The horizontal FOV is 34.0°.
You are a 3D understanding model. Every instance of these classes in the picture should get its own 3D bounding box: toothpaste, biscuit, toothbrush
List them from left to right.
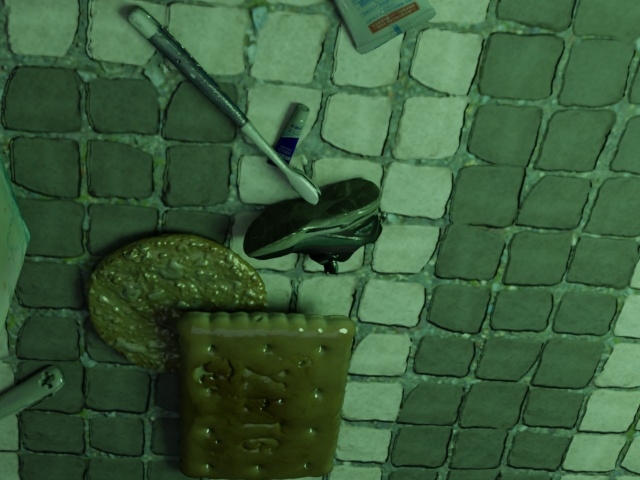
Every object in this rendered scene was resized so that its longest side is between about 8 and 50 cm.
[{"bbox_3d":[-0.501,0.263,1.353,0.418,0.042,0.040,-29,162,16],"label":"toothbrush"},{"bbox_3d":[-0.172,0.079,1.255,0.220,0.033,0.219,-1,126,-2],"label":"biscuit"},{"bbox_3d":[-0.095,-0.139,1.105,0.024,0.026,0.288,-38,116,16],"label":"toothbrush"},{"bbox_3d":[-0.075,0.207,1.324,0.217,0.044,0.324,3,134,-6],"label":"biscuit"},{"bbox_3d":[-0.032,-0.111,1.142,0.024,0.015,0.083,22,126,-11],"label":"toothpaste"},{"bbox_3d":[0.026,-0.279,1.005,0.089,0.057,0.234,-25,130,15],"label":"toothpaste"}]

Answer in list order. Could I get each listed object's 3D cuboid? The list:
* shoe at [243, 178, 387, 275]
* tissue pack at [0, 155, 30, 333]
[{"bbox_3d":[0.000,0.000,1.193,0.169,0.071,0.099,-21,128,6],"label":"shoe"},{"bbox_3d":[-0.387,0.011,1.040,0.124,0.271,0.201,-10,126,5],"label":"tissue pack"}]
